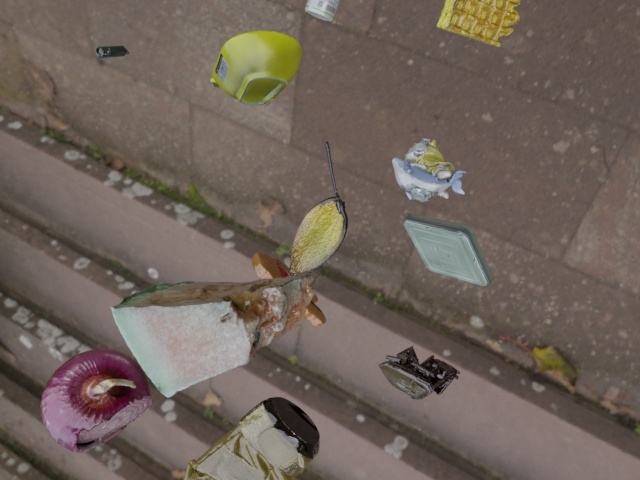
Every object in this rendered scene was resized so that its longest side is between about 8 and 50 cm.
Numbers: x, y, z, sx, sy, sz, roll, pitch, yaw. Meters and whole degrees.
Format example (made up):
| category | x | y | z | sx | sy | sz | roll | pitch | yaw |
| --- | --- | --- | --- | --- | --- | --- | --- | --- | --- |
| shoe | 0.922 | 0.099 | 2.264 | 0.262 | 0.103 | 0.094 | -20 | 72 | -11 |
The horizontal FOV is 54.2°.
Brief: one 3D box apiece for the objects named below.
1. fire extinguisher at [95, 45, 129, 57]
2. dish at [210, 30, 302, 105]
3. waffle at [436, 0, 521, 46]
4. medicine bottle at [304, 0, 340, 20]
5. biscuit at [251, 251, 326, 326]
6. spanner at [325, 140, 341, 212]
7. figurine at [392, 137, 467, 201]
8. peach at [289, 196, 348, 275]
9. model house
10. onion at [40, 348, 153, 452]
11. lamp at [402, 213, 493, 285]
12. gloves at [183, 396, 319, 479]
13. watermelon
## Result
| category | x | y | z | sx | sy | sz | roll | pitch | yaw |
| --- | --- | --- | --- | --- | --- | --- | --- | --- | --- |
| fire extinguisher | -0.466 | -0.429 | 1.421 | 0.038 | 0.083 | 0.025 | 29 | 122 | 24 |
| dish | -0.168 | -0.439 | 1.674 | 0.262 | 0.221 | 0.108 | -33 | 63 | 52 |
| waffle | 0.392 | -0.554 | 1.476 | 0.055 | 0.211 | 0.160 | 40 | 120 | 57 |
| medicine bottle | 0.027 | -0.708 | 1.724 | 0.086 | 0.086 | 0.183 | 26 | 101 | 18 |
| biscuit | -0.094 | 0.145 | 1.982 | 0.047 | 0.202 | 0.334 | -39 | 129 | 13 |
| spanner | 0.036 | -0.182 | 1.793 | 0.046 | 0.012 | 0.208 | 166 | 93 | -86 |
| figurine | 0.288 | -0.184 | 1.664 | 0.209 | 0.183 | 0.128 | 17 | 152 | 17 |
| peach | 0.003 | 0.000 | 1.912 | 0.068 | 0.279 | 0.189 | 28 | -167 | -41 |
| model house | 0.298 | 0.383 | 1.870 | 0.203 | 0.164 | 0.141 | 26 | 141 | 38 |
| onion | -0.468 | 0.317 | 1.287 | 0.200 | 0.207 | 0.200 | 44 | 172 | 7 |
| lamp | 0.423 | 0.032 | 2.075 | 0.269 | 0.047 | 0.266 | 16 | 149 | 47 |
| gloves | -0.128 | 0.376 | 0.896 | 0.141 | 0.331 | 0.154 | 39 | -173 | 35 |
| watermelon | -0.178 | 0.153 | 1.076 | 0.302 | 0.264 | 0.151 | -4 | 97 | 19 |
